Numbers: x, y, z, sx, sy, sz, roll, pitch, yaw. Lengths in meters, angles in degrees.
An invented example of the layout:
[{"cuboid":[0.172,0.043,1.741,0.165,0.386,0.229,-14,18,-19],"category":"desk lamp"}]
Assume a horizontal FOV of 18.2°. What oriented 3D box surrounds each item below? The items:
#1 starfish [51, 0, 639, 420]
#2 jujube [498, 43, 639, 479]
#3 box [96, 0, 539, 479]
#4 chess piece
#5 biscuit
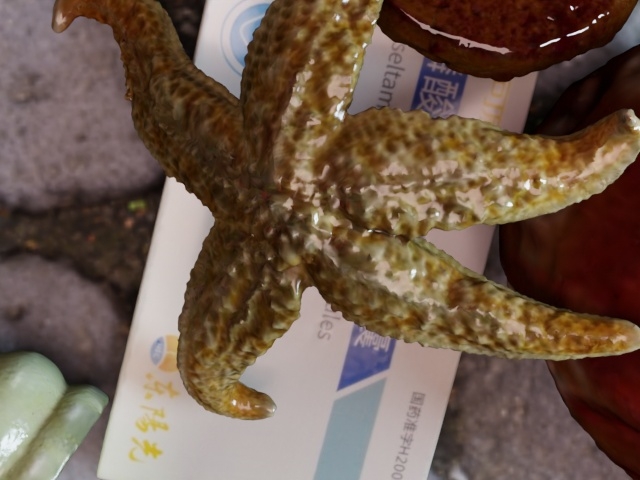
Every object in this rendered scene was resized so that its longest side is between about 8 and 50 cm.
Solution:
[{"cuboid":[-0.003,-0.029,1.063,0.375,0.094,0.327,43,117,15],"category":"starfish"},{"cuboid":[0.277,0.053,1.116,0.377,0.276,0.276,33,102,-13],"category":"jujube"},{"cuboid":[0.000,0.000,1.189,0.200,0.065,0.343,13,104,-5],"category":"box"},{"cuboid":[-0.267,0.077,1.177,0.251,0.144,0.144,37,101,-4],"category":"chess piece"},{"cuboid":[0.100,-0.179,1.118,0.192,0.049,0.192,1,73,-4],"category":"biscuit"}]
